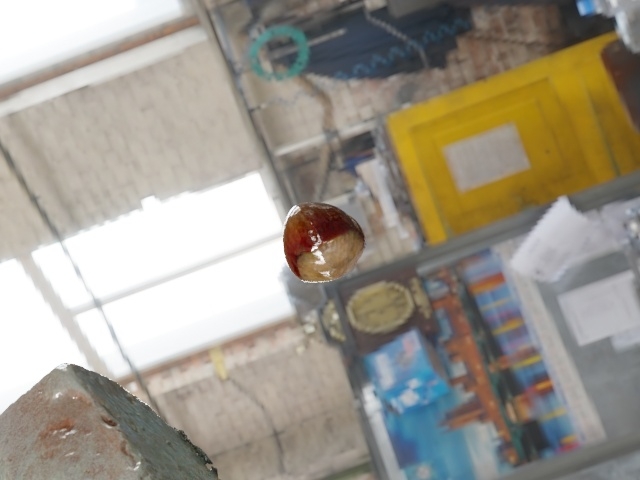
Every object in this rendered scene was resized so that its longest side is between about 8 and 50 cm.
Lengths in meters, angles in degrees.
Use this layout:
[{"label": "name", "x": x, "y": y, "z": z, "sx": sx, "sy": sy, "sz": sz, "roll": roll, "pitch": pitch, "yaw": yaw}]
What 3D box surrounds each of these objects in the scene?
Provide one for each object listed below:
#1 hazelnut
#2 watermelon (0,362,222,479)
[{"label": "hazelnut", "x": 0.000, "y": 0.000, "z": 1.131, "sx": 0.086, "sy": 0.086, "sz": 0.086, "roll": -20, "pitch": -90, "yaw": -86}, {"label": "watermelon", "x": -0.241, "y": 0.255, "z": 1.271, "sx": 0.228, "sy": 0.387, "sz": 0.258, "roll": -4, "pitch": -102, "yaw": -44}]
